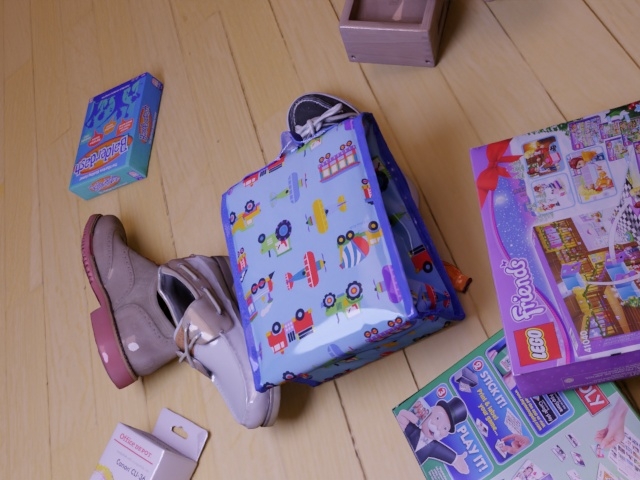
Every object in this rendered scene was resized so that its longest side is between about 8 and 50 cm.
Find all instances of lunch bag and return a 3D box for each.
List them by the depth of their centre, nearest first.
[{"bbox_3d":[0.000,0.000,0.978,0.221,0.138,0.293,-29,70,27],"label":"lunch bag"}]

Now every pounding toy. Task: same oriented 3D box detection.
[{"bbox_3d":[0.152,-0.339,1.168,0.206,0.094,0.181,8,68,17],"label":"pounding toy"}]

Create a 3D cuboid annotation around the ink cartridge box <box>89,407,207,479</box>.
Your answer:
[{"bbox_3d":[-0.242,0.319,1.097,0.115,0.067,0.198,14,74,43],"label":"ink cartridge box"}]

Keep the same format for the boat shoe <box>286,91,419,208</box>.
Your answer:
[{"bbox_3d":[0.018,-0.127,1.131,0.113,0.105,0.306,-40,46,12],"label":"boat shoe"}]

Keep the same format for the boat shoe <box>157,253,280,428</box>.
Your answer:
[{"bbox_3d":[-0.139,0.129,1.080,0.302,0.103,0.113,56,136,50],"label":"boat shoe"}]

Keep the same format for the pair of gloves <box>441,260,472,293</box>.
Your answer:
[{"bbox_3d":[0.134,0.063,0.990,0.074,0.010,0.083,29,85,45],"label":"pair of gloves"}]

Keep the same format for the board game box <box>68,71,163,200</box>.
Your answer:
[{"bbox_3d":[-0.375,-0.191,1.527,0.160,0.047,0.210,-16,56,31],"label":"board game box"}]

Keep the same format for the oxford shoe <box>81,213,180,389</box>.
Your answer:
[{"bbox_3d":[-0.281,0.072,1.272,0.130,0.123,0.348,-21,47,-5],"label":"oxford shoe"}]

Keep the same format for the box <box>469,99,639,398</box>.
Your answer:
[{"bbox_3d":[0.273,0.000,0.843,0.201,0.057,0.293,-15,51,16],"label":"box"}]

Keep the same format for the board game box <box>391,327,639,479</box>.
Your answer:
[{"bbox_3d":[0.221,0.233,0.793,0.213,0.046,0.317,-39,46,13],"label":"board game box"}]
